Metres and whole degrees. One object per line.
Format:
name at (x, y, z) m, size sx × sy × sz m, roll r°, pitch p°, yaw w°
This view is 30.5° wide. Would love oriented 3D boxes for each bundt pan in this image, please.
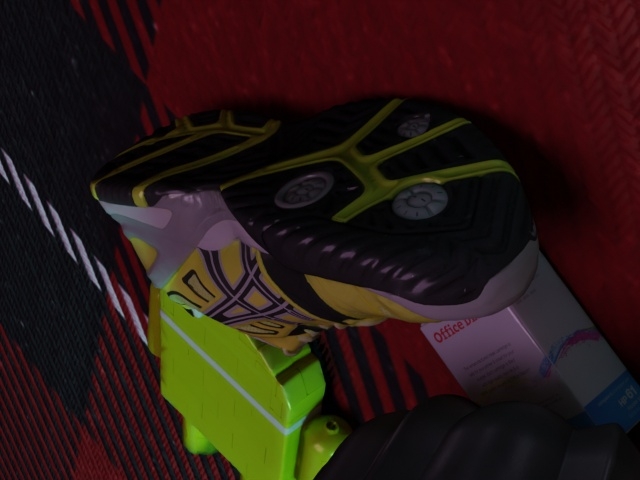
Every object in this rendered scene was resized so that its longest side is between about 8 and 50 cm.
bundt pan at (0.131, 0.210, 0.702) m, size 0.331 × 0.124 × 0.330 m, roll 19°, pitch 144°, yaw 15°

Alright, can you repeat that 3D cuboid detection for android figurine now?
android figurine at (-0.070, 0.121, 1.021) m, size 0.248 × 0.056 × 0.272 m, roll 39°, pitch 142°, yaw 28°

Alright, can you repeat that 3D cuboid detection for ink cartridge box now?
ink cartridge box at (0.131, 0.077, 0.728) m, size 0.122 × 0.052 × 0.088 m, roll 54°, pitch 146°, yaw 5°

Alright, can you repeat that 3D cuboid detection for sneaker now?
sneaker at (0.000, 0.000, 0.777) m, size 0.385 × 0.145 × 0.147 m, roll 14°, pitch 136°, yaw 52°
